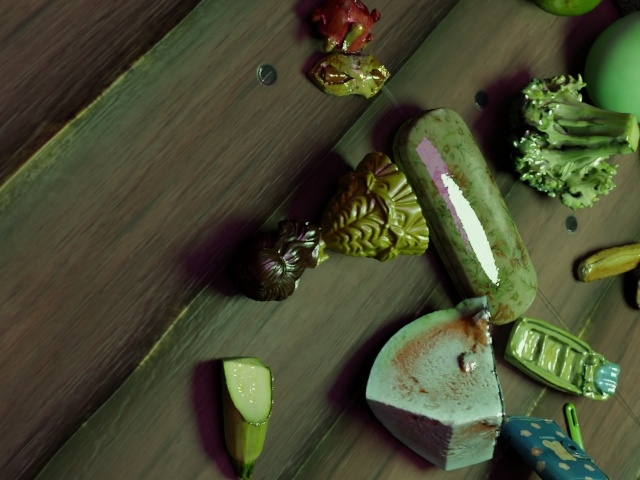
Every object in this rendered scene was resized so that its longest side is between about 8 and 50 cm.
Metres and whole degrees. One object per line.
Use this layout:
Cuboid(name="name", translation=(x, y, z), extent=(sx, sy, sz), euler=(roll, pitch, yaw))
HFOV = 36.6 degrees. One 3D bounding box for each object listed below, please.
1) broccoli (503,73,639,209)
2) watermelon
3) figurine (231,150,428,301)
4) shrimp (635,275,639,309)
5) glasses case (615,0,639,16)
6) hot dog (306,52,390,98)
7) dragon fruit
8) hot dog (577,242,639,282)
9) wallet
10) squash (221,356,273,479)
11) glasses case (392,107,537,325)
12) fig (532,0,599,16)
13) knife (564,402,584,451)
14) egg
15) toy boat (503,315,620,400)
Cuboid(name="broccoli", translation=(0.477, -0.183, 1.821), extent=(0.247, 0.243, 0.262), euler=(-11, 98, -45))
Cuboid(name="watermelon", translation=(0.214, 0.251, 1.650), extent=(0.290, 0.214, 0.319), euler=(6, 96, -30))
Cuboid(name="figurine", translation=(-0.002, 0.000, 1.586), extent=(0.315, 0.168, 0.187), euler=(-27, 112, -21))
Cuboid(name="shrimp", translation=(0.734, 0.056, 2.074), extent=(0.236, 0.053, 0.133), euler=(-41, 118, -30))
Cuboid(name="glasses case", translation=(0.739, -0.472, 2.065), extent=(0.354, 0.137, 0.085), euler=(49, 64, -20))
Cuboid(name="hot dog", translation=(0.062, -0.286, 1.673), extent=(0.169, 0.061, 0.078), euler=(-7, 92, -32))
Cuboid(name="dragon fruit", translation=(0.047, -0.381, 1.650), extent=(0.126, 0.068, 0.112), euler=(-17, 72, -38))
Cuboid(name="hot dog", translation=(0.612, 0.038, 2.010), extent=(0.216, 0.047, 0.066), euler=(-14, 131, -31))
Cuboid(name="wallet", translation=(0.436, 0.403, 1.792), extent=(0.141, 0.202, 0.059), euler=(12, 109, -31))
Cuboid(name="squash", translation=(-0.115, 0.285, 1.523), extent=(0.090, 0.075, 0.200), euler=(-2, 90, -58))
Cuboid(name="glasses case", translation=(0.269, -0.041, 1.768), extent=(0.156, 0.098, 0.425), euler=(-35, 106, -26))
Cuboid(name="fig", translation=(0.487, -0.527, 1.899), extent=(0.191, 0.181, 0.181), euler=(33, 69, -52))
Cuboid(name="knife", translation=(0.531, 0.427, 1.956), extent=(0.054, 0.015, 0.212), euler=(-19, 97, -32))
Cuboid(name="egg", translation=(0.665, -0.357, 1.957), extent=(0.270, 0.220, 0.220), euler=(-36, 107, -10))
Cuboid(name="toy boat", translation=(0.459, 0.230, 1.886), extent=(0.276, 0.084, 0.111), euler=(26, 77, -25))
